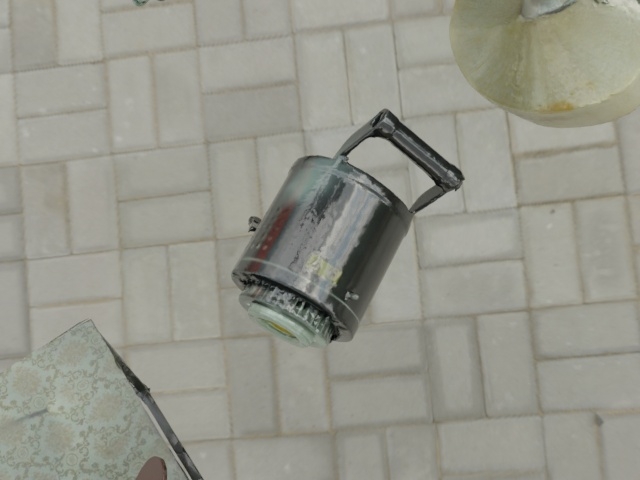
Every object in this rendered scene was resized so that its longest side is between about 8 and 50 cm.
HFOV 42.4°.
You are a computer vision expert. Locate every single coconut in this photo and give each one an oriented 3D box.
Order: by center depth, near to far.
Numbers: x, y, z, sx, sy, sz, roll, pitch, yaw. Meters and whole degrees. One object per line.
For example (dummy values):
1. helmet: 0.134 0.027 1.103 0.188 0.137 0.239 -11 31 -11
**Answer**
1. coconut: 0.344 -0.311 1.179 0.323 0.323 0.323 -1 86 8

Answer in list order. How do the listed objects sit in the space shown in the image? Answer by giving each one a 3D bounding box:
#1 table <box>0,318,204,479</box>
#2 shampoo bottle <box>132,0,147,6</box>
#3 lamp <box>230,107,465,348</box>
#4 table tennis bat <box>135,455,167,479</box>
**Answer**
1. table: -0.259 0.327 1.014 0.222 0.272 0.335 -32 65 -13
2. shampoo bottle: -0.251 -0.467 1.432 0.204 0.065 0.065 -23 82 31
3. lamp: 0.005 0.020 1.215 0.205 0.374 0.272 36 51 -22
4. table tennis bat: -0.155 0.224 0.712 0.007 0.050 0.083 24 110 -33
